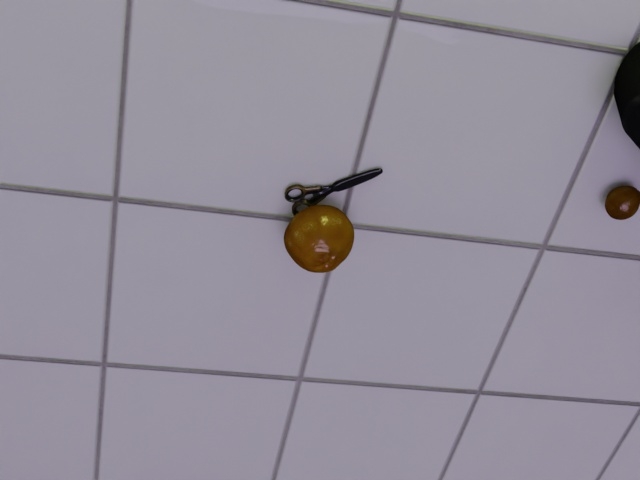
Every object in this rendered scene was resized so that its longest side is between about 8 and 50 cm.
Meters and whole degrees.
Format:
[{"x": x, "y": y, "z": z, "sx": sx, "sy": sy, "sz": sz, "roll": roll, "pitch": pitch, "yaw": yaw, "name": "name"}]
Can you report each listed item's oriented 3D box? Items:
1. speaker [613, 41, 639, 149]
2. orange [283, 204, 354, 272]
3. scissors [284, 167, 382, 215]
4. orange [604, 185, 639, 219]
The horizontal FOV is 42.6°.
[{"x": 0.716, "y": -0.204, "z": 1.714, "sx": 0.184, "sy": 0.180, "sz": 0.388, "roll": -32, "pitch": 122, "yaw": 30, "name": "speaker"}, {"x": 0.000, "y": 0.000, "z": 1.793, "sx": 0.159, "sy": 0.136, "sz": 0.159, "roll": -13, "pitch": 142, "yaw": -10, "name": "orange"}, {"x": 0.032, "y": -0.116, "z": 1.793, "sx": 0.220, "sy": 0.017, "sz": 0.088, "roll": -20, "pitch": 127, "yaw": 8, "name": "scissors"}, {"x": 0.686, "y": -0.087, "z": 1.858, "sx": 0.085, "sy": 0.085, "sz": 0.085, "roll": -3, "pitch": 126, "yaw": -4, "name": "orange"}]
